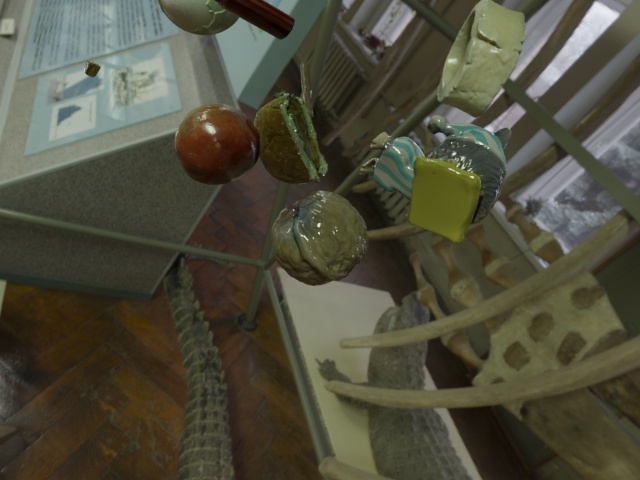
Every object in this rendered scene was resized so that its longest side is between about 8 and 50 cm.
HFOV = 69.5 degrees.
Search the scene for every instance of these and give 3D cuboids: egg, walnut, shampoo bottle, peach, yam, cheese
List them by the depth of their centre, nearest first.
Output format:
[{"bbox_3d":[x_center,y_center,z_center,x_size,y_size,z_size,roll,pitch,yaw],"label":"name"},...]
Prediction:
[{"bbox_3d":[-0.001,-0.001,1.199,0.248,0.248,0.248,29,30,-19],"label":"walnut"},{"bbox_3d":[-0.206,-0.670,1.324,0.260,0.064,0.102,16,-2,-35],"label":"shampoo bottle"},{"bbox_3d":[-0.291,-0.277,1.334,0.252,0.252,0.252,29,30,-19],"label":"peach"},{"bbox_3d":[0.489,-0.558,1.428,0.153,0.292,0.332,20,54,-4],"label":"cheese"},{"bbox_3d":[-0.442,-0.894,1.678,0.278,0.278,0.336,42,44,4],"label":"egg"},{"bbox_3d":[-0.054,-0.551,1.703,0.045,0.045,0.327,-5,53,0],"label":"yam"}]

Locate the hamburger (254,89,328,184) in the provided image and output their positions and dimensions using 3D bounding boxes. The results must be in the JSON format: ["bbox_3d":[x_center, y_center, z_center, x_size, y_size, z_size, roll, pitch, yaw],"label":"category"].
[{"bbox_3d":[-0.115,-0.315,1.494,0.132,0.211,0.309,-37,110,-43],"label":"hamburger"}]

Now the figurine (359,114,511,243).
[{"bbox_3d":[0.371,-0.229,1.360,0.361,0.266,0.378,37,51,12],"label":"figurine"}]

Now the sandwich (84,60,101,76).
[{"bbox_3d":[-0.682,-0.510,1.374,0.031,0.044,0.083,13,12,-41],"label":"sandwich"}]
